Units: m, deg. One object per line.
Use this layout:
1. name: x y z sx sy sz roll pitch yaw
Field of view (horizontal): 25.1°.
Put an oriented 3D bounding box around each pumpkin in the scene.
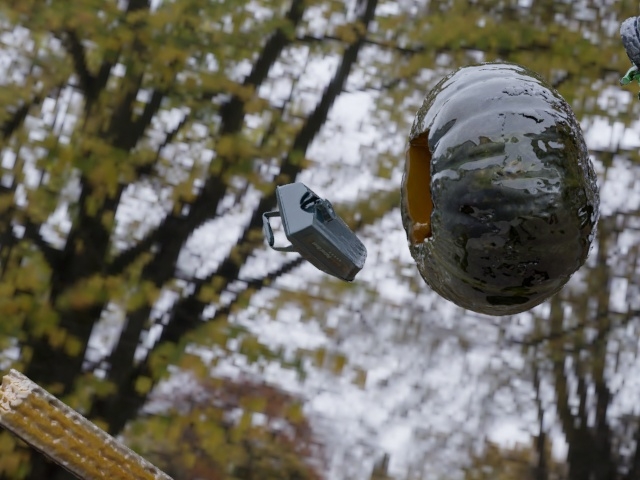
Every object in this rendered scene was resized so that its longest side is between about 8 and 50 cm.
1. pumpkin: 0.206 -0.062 1.722 0.192 0.320 0.320 3 -20 -10

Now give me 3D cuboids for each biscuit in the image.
1. biscuit: -0.199 0.253 1.511 0.379 0.054 0.094 40 -12 -24

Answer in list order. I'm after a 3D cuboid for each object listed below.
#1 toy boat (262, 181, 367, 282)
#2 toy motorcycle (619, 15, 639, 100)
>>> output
1. toy boat: 0.000 0.000 2.139 0.103 0.093 0.246 -24 -32 17
2. toy motorcycle: 0.372 -0.168 1.514 0.074 0.106 0.190 -24 -25 33
